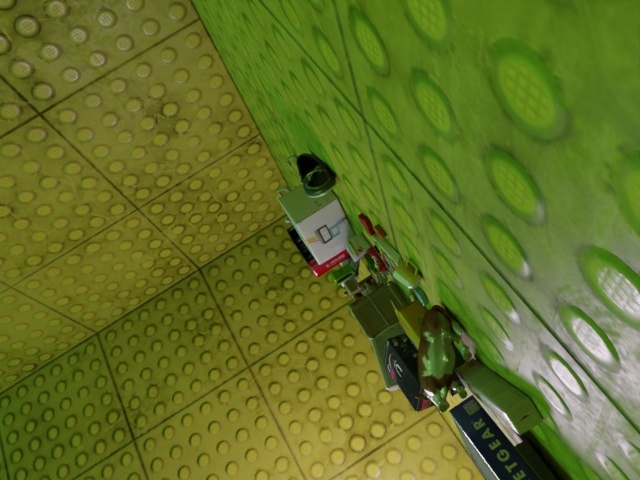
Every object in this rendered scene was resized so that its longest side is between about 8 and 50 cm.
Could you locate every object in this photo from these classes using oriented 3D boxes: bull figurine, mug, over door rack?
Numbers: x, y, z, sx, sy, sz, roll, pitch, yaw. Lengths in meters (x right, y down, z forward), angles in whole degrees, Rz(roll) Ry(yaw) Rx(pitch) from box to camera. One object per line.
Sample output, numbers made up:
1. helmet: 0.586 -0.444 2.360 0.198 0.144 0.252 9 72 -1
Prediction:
1. bull figurine: 0.314 0.330 1.428 0.188 0.101 0.310 -135 39 -73
2. mug: 0.239 0.094 1.476 0.064 0.062 0.078 47 178 30
3. over door rack: -0.119 -0.211 2.608 0.324 0.108 0.239 60 -150 -43

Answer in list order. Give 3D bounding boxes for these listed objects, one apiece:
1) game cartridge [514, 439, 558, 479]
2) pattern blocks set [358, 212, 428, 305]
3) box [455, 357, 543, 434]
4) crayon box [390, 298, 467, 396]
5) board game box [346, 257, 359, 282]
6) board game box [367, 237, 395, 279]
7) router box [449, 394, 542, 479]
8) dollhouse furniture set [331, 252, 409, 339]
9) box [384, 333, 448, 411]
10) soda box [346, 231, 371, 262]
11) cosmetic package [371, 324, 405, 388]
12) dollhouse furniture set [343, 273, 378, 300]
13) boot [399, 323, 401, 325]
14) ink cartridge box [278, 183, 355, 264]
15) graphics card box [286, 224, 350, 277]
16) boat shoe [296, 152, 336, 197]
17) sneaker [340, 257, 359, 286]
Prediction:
1. game cartridge: 0.612 0.681 1.488 0.230 0.068 0.355 60 179 35
2. pattern blocks set: 0.222 0.061 1.693 0.285 0.026 0.325 59 176 -24
3. box: 0.417 0.365 1.312 0.063 0.067 0.324 57 176 -6
4. crayon box: 0.353 0.326 1.758 0.318 0.081 0.202 55 176 33
5. board game box: 0.144 0.118 2.388 0.039 0.160 0.211 18 173 4
6. board game box: 0.189 0.069 1.819 0.168 0.033 0.133 57 -177 12
7. router box: 0.495 0.620 1.433 0.335 0.082 0.301 54 175 50
8. dollhouse furniture set: 0.198 0.222 2.062 0.301 0.198 0.151 57 175 25
9. box: 0.384 0.520 2.195 0.270 0.143 0.165 -127 29 -49
10. soda box: 0.148 0.029 2.145 0.074 0.069 0.216 57 176 8
11. cosmetic package: 0.329 0.500 2.450 0.113 0.160 0.309 55 -162 -64
12. dollhouse furniture set: 0.250 0.251 2.416 0.201 0.152 0.374 57 -166 6
13. boot: 0.357 0.346 2.333 0.118 0.042 0.087 56 170 17
14. ink cartridge box: -0.009 -0.086 2.246 0.198 0.197 0.270 54 175 46
15. graphics card box: 0.000 0.000 2.648 0.094 0.233 0.371 59 176 -38
16. boat shoe: -0.030 -0.235 1.926 0.095 0.112 0.335 54 -178 -21
17. sneaker: 0.143 0.092 2.594 0.121 0.099 0.262 124 145 -48
